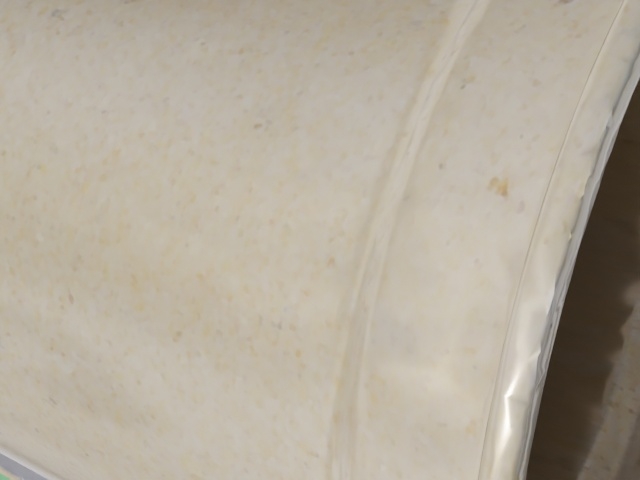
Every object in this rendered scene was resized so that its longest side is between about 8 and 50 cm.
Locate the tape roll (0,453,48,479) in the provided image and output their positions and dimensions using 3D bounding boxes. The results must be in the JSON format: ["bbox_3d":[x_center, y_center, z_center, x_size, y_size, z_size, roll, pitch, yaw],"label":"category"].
[{"bbox_3d":[-0.232,0.148,1.794,0.321,0.321,0.077,15,44,0],"label":"tape roll"}]

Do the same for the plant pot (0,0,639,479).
[{"bbox_3d":[0.000,0.000,0.701,0.305,0.334,0.334,15,65,26],"label":"plant pot"}]
